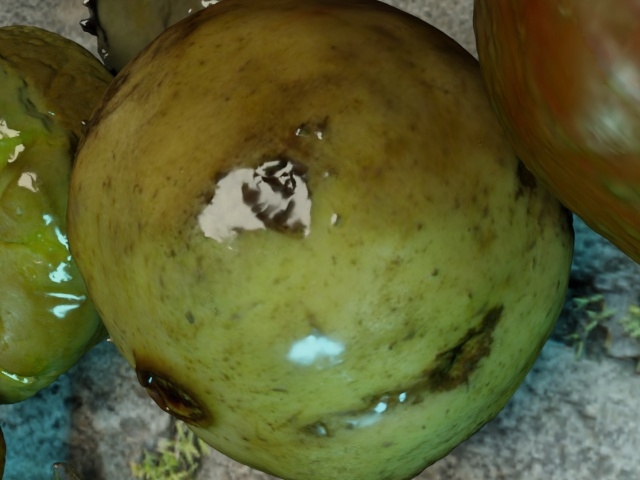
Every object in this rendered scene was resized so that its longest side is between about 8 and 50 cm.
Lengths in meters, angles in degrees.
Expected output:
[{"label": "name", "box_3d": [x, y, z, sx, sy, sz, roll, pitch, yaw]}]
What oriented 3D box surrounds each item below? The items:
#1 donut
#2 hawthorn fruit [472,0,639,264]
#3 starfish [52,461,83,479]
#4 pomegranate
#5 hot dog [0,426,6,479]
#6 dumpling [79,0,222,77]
[{"label": "donut", "box_3d": [-0.204, -0.013, 1.094, 0.208, 0.128, 0.261, 53, 138, 3]}, {"label": "hawthorn fruit", "box_3d": [0.237, -0.135, 0.752, 0.403, 0.403, 0.403, -3, 84, 28]}, {"label": "starfish", "box_3d": [-0.153, 0.260, 1.122, 0.238, 0.071, 0.216, 15, 88, 27]}, {"label": "pomegranate", "box_3d": [0.000, 0.000, 0.952, 0.281, 0.281, 0.281, -3, 84, 28]}, {"label": "hot dog", "box_3d": [-0.326, 0.177, 1.140, 0.349, 0.117, 0.158, -7, 94, 45]}, {"label": "dumpling", "box_3d": [-0.069, -0.189, 1.106, 0.166, 0.086, 0.332, 21, 96, -4]}]
